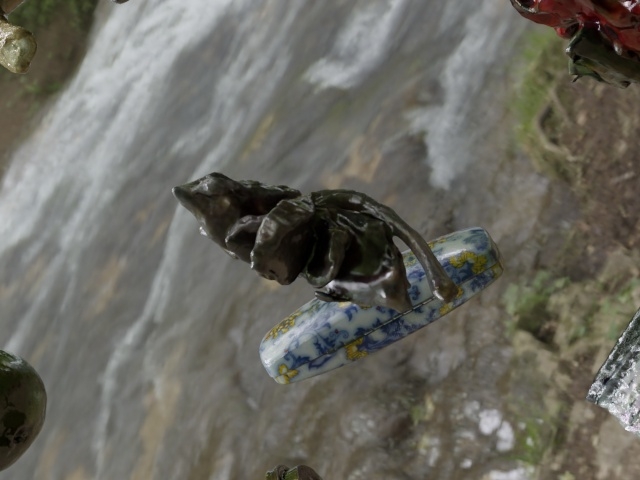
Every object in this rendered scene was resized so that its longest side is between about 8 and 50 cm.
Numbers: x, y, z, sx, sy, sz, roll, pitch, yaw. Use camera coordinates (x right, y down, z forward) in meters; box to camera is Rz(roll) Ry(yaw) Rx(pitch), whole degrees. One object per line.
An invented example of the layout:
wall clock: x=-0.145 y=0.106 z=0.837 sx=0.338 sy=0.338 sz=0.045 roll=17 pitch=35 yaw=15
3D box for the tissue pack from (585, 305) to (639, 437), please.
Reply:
tissue pack: x=0.462 y=0.086 z=1.069 sx=0.123 sy=0.245 sz=0.332 roll=38 pitch=102 yaw=42

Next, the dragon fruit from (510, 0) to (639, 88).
dragon fruit: x=0.189 y=-0.196 z=0.395 sx=0.299 sy=0.244 sz=0.244 roll=-34 pitch=45 yaw=47

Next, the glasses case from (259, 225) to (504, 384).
glasses case: x=0.056 y=0.061 z=0.906 sx=0.248 sy=0.065 sz=0.087 roll=-29 pitch=17 yaw=8

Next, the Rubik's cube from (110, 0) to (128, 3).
Rubik's cube: x=-0.086 y=-0.461 z=0.757 sx=0.347 sy=0.346 sz=0.344 roll=-18 pitch=31 yaw=31

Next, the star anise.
star anise: x=0.001 y=0.000 z=0.764 sx=0.209 sy=0.231 sz=0.089 roll=-21 pitch=-58 yaw=-79

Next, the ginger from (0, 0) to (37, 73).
ginger: x=-0.254 y=-0.281 z=0.824 sx=0.075 sy=0.089 sz=0.288 roll=4 pitch=74 yaw=14

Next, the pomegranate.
pomegranate: x=-0.510 y=0.233 z=1.374 sx=0.225 sy=0.187 sz=0.187 roll=20 pitch=88 yaw=24

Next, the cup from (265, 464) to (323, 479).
cup: x=-0.092 y=0.451 z=1.332 sx=0.280 sy=0.196 sz=0.196 roll=-33 pitch=38 yaw=3
